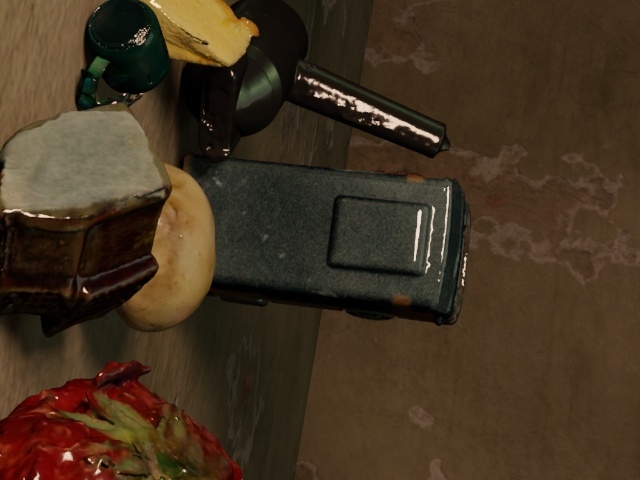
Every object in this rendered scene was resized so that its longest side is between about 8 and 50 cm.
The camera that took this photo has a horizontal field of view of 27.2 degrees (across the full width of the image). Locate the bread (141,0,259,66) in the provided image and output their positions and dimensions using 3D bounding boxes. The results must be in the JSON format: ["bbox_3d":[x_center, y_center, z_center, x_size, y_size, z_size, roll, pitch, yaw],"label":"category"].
[{"bbox_3d":[-0.115,-0.210,1.218,0.084,0.109,0.080,-70,169,-47],"label":"bread"}]

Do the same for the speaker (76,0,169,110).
[{"bbox_3d":[-0.160,-0.143,1.078,0.075,0.060,0.094,79,19,-66],"label":"speaker"}]

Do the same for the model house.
[{"bbox_3d":[-0.183,0.001,0.949,0.165,0.106,0.152,-20,137,-43],"label":"model house"}]

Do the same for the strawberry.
[{"bbox_3d":[-0.151,0.233,0.938,0.220,0.274,0.274,-46,-174,19],"label":"strawberry"}]

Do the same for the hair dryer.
[{"bbox_3d":[0.001,-0.145,1.450,0.244,0.302,0.116,-72,-176,-60],"label":"hair dryer"}]

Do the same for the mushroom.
[{"bbox_3d":[-0.145,0.004,1.131,0.148,0.112,0.148,4,90,-84],"label":"mushroom"}]

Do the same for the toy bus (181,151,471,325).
[{"bbox_3d":[0.000,0.000,1.480,0.194,0.324,0.161,49,48,-77],"label":"toy bus"}]
